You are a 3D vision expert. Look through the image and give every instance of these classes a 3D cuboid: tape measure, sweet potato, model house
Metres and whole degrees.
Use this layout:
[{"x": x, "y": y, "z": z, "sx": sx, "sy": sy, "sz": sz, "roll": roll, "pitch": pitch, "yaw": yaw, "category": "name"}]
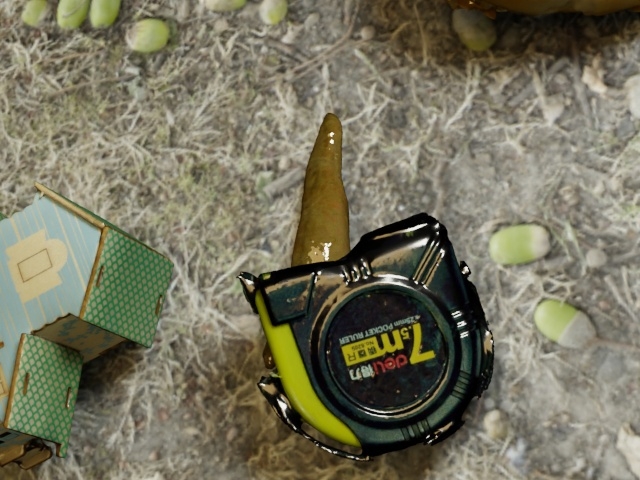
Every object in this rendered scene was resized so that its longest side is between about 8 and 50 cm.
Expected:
[{"x": 0.042, "y": 0.088, "z": 1.367, "sx": 0.199, "sy": 0.112, "sz": 0.186, "roll": -18, "pitch": 90, "yaw": 0, "category": "tape measure"}, {"x": 0.001, "y": -0.002, "z": 1.453, "sx": 0.069, "sy": 0.059, "sz": 0.250, "roll": -12, "pitch": 63, "yaw": 53, "category": "sweet potato"}, {"x": -0.239, "y": 0.049, "z": 1.446, "sx": 0.206, "sy": 0.178, "sz": 0.271, "roll": -29, "pitch": 64, "yaw": 14, "category": "model house"}]

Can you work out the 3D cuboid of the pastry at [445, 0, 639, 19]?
[{"x": 0.208, "y": -0.303, "z": 1.428, "sx": 0.310, "sy": 0.162, "sz": 0.255, "roll": -1, "pitch": 62, "yaw": 7, "category": "pastry"}]
